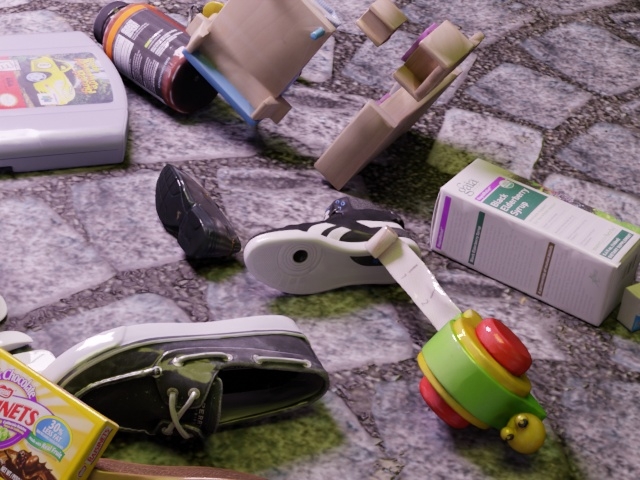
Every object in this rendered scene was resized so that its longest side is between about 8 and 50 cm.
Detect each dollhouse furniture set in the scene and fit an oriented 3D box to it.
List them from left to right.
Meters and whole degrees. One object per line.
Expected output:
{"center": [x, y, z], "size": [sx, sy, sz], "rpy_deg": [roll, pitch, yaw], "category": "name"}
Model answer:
{"center": [0.023, -0.275, 1.903], "size": [0.303, 0.286, 0.198], "rpy_deg": [45, 42, 2], "category": "dollhouse furniture set"}

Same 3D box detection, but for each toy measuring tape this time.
{"center": [0.127, 0.094, 1.570], "size": [0.121, 0.121, 0.330], "rpy_deg": [-16, 52, -30], "category": "toy measuring tape"}

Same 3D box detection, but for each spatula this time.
{"center": [-0.406, 0.130, 1.525], "size": [0.242, 0.019, 0.168], "rpy_deg": [-17, 43, -31], "category": "spatula"}

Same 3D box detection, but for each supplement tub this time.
{"center": [-0.227, -0.260, 2.041], "size": [0.106, 0.106, 0.198], "rpy_deg": [-24, 46, -37], "category": "supplement tub"}

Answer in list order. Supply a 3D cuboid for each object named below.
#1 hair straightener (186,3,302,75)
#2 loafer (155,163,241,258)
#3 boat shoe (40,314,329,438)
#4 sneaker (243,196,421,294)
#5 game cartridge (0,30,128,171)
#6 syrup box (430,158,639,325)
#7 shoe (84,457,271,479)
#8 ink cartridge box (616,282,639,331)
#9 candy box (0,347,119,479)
{"center": [-0.129, -0.289, 2.151], "size": [0.089, 0.047, 0.230], "rpy_deg": [-21, 44, -36], "category": "hair straightener"}
{"center": [-0.150, -0.032, 1.783], "size": [0.061, 0.062, 0.170], "rpy_deg": [12, 31, -35], "category": "loafer"}
{"center": [-0.133, 0.150, 1.485], "size": [0.301, 0.108, 0.102], "rpy_deg": [-5, 36, -29], "category": "boat shoe"}
{"center": [0.000, 0.000, 1.751], "size": [0.217, 0.079, 0.121], "rpy_deg": [2, 31, -23], "category": "sneaker"}
{"center": [-0.361, -0.192, 1.966], "size": [0.196, 0.060, 0.294], "rpy_deg": [-3, 36, -22], "category": "game cartridge"}
{"center": [0.257, -0.001, 1.778], "size": [0.237, 0.096, 0.093], "rpy_deg": [27, 39, 23], "category": "syrup box"}
{"center": [-0.124, 0.245, 1.395], "size": [0.219, 0.058, 0.076], "rpy_deg": [7, -1, -8], "category": "shoe"}
{"center": [0.391, 0.071, 1.743], "size": [0.083, 0.048, 0.028], "rpy_deg": [-15, 41, -31], "category": "ink cartridge box"}
{"center": [-0.286, 0.174, 1.400], "size": [0.206, 0.027, 0.105], "rpy_deg": [25, 77, 38], "category": "candy box"}
